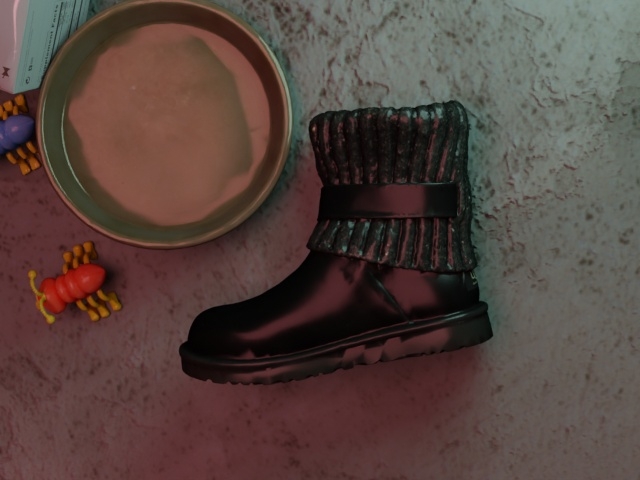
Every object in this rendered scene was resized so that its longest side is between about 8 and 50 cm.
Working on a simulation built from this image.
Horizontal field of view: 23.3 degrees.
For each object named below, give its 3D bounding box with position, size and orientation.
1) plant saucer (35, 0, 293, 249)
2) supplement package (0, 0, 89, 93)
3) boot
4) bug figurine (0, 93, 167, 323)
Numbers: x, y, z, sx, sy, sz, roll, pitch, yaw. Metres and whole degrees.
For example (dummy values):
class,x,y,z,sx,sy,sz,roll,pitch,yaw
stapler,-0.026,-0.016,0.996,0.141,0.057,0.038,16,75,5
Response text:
class,x,y,z,sx,sy,sz,roll,pitch,yaw
plant saucer,-0.167,-0.126,1.676,0.278,0.041,0.278,0,86,1
supplement package,-0.395,-0.298,1.688,0.262,0.145,0.204,18,107,14
boot,0.002,-0.001,1.612,0.348,0.131,0.260,-11,97,9
bug figurine,-0.281,-0.055,1.744,0.216,0.072,0.279,-29,83,19
